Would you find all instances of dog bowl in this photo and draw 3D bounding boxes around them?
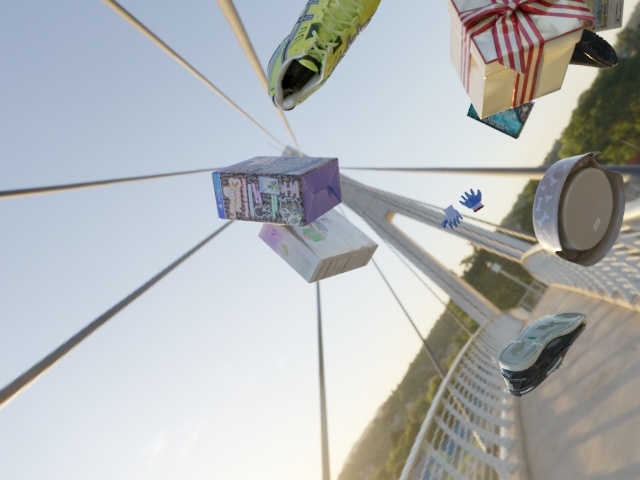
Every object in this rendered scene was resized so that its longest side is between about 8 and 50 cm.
[{"bbox_3d":[0.788,-0.097,1.608,0.349,0.102,0.348,-6,-78,-31],"label":"dog bowl"}]

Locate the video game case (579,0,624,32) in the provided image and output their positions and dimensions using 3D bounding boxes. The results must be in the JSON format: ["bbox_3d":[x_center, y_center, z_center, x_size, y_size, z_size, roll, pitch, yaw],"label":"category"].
[{"bbox_3d":[0.831,-0.737,1.554,0.206,0.026,0.227,-19,-65,-27],"label":"video game case"}]

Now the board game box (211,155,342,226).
[{"bbox_3d":[-0.120,-0.151,1.515,0.232,0.291,0.141,-36,-54,-55],"label":"board game box"}]

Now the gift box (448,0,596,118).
[{"bbox_3d":[0.467,-0.469,1.253,0.255,0.276,0.258,-24,-26,3],"label":"gift box"}]

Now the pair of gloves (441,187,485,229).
[{"bbox_3d":[0.553,-0.124,2.066,0.198,0.023,0.159,-37,25,18],"label":"pair of gloves"}]

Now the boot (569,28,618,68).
[{"bbox_3d":[0.719,-0.535,1.576,0.207,0.246,0.094,133,152,-60],"label":"boot"}]

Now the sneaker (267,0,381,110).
[{"bbox_3d":[0.018,-0.414,1.054,0.384,0.145,0.147,-52,27,38],"label":"sneaker"}]

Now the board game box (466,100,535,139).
[{"bbox_3d":[0.573,-0.420,1.681,0.026,0.186,0.126,-31,-35,-43],"label":"board game box"}]

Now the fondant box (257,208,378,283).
[{"bbox_3d":[0.000,0.000,1.665,0.330,0.238,0.096,-11,-45,-54],"label":"fondant box"}]

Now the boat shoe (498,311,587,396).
[{"bbox_3d":[0.417,0.202,0.977,0.233,0.079,0.084,-27,14,-31],"label":"boat shoe"}]
